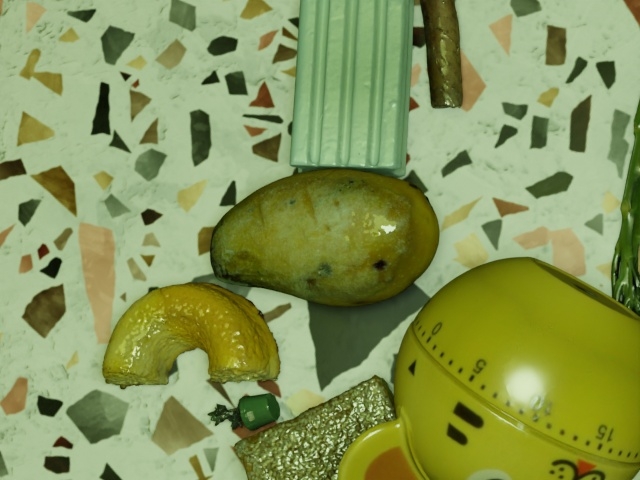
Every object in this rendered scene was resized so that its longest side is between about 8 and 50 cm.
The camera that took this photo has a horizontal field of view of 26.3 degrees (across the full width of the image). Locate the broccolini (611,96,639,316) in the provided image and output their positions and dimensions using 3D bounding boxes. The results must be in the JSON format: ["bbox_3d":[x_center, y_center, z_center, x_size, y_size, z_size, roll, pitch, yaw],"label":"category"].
[{"bbox_3d":[0.449,-0.025,1.872,0.079,0.074,0.392,1,78,53],"label":"broccolini"}]

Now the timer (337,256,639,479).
[{"bbox_3d":[0.244,0.226,1.733,0.376,0.376,0.387,31,102,13],"label":"timer"}]

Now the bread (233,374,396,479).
[{"bbox_3d":[0.022,0.316,1.874,0.234,0.110,0.184,-26,75,4],"label":"bread"}]

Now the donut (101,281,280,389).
[{"bbox_3d":[-0.193,0.127,1.953,0.259,0.101,0.152,-5,75,14],"label":"donut"}]

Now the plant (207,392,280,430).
[{"bbox_3d":[-0.110,0.247,1.938,0.102,0.051,0.051,-16,79,21],"label":"plant"}]

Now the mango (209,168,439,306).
[{"bbox_3d":[0.004,-0.006,1.904,0.329,0.175,0.176,4,49,31],"label":"mango"}]

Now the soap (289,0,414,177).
[{"bbox_3d":[0.047,-0.227,1.957,0.160,0.087,0.265,2,82,11],"label":"soap"}]

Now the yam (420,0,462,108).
[{"bbox_3d":[0.172,-0.303,1.963,0.057,0.057,0.241,-5,81,10],"label":"yam"}]
